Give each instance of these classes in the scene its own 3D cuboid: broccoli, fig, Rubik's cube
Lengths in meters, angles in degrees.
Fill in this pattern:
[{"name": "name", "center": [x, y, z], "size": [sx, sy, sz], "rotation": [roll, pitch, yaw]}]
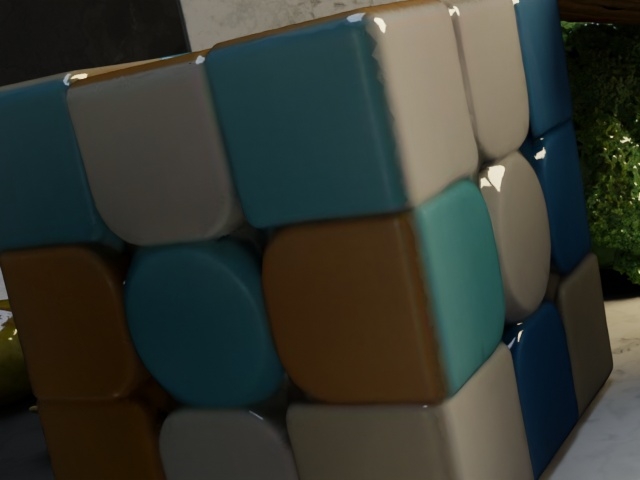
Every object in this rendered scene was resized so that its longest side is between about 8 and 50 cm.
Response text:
[{"name": "broccoli", "center": [0.326, -0.101, 1.154], "size": [0.414, 0.309, 0.321], "rotation": [20, -9, -20]}, {"name": "fig", "center": [-0.370, 0.128, 1.143], "size": [0.153, 0.120, 0.136], "rotation": [-14, 16, -14]}, {"name": "Rubik's cube", "center": [-0.001, 0.009, 0.772], "size": [0.344, 0.346, 0.347], "rotation": [-4, 14, 32]}]

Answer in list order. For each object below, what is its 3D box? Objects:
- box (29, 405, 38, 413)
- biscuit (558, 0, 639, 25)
[{"name": "box", "center": [-0.184, 0.144, 0.955], "size": [0.177, 0.111, 0.111], "rotation": [-6, 12, 8]}, {"name": "biscuit", "center": [0.267, -0.237, 0.901], "size": [0.359, 0.074, 0.381], "rotation": [2, 11, -8]}]
